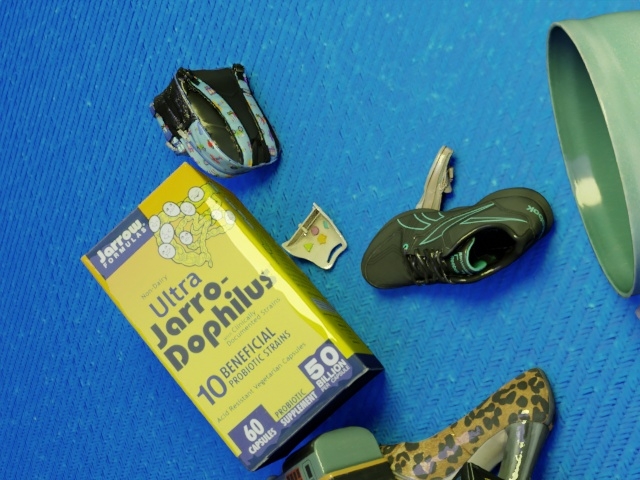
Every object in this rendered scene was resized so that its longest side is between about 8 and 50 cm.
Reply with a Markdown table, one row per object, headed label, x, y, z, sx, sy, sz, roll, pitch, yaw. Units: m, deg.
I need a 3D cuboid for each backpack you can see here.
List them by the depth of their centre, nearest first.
| label | x | y | z | sx | sy | sz | roll | pitch | yaw |
| --- | --- | --- | --- | --- | --- | --- | --- | --- | --- |
| backpack | -0.150 | -0.166 | 1.268 | 0.117 | 0.158 | 0.173 | -38 | 80 | 36 |

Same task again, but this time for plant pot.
| label | x | y | z | sx | sy | sz | roll | pitch | yaw |
| --- | --- | --- | --- | --- | --- | --- | --- | --- | --- |
| plant pot | 0.367 | -0.107 | 0.863 | 0.196 | 0.293 | 0.293 | -16 | 79 | 8 |

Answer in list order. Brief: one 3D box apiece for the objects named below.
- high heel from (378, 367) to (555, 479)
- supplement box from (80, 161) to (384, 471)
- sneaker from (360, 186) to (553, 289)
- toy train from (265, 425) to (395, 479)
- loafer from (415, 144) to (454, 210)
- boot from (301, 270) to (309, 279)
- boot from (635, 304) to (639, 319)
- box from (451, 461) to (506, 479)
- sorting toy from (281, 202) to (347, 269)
| label | x | y | z | sx | sy | sz | roll | pitch | yaw |
| --- | --- | --- | --- | --- | --- | --- | --- | --- | --- |
| high heel | 0.179 | 0.242 | 1.098 | 0.261 | 0.093 | 0.186 | 1 | 63 | 49 |
| supplement box | -0.110 | 0.101 | 1.137 | 0.194 | 0.195 | 0.356 | -43 | 76 | 2 |
| sneaker | 0.155 | 0.008 | 1.066 | 0.267 | 0.106 | 0.101 | -23 | 107 | 32 |
| toy train | -0.008 | 0.384 | 1.134 | 0.334 | 0.142 | 0.190 | -48 | 55 | 46 |
| loafer | 0.157 | -0.063 | 1.126 | 0.039 | 0.045 | 0.125 | 25 | 110 | 15 |
| boot | -0.148 | 0.087 | 1.313 | 0.248 | 0.090 | 0.206 | 31 | 93 | 32 |
| boot | 0.459 | 0.129 | 0.897 | 0.123 | 0.095 | 0.258 | -55 | 54 | 27 |
| box | 0.193 | 0.441 | 0.979 | 0.257 | 0.079 | 0.322 | 30 | 110 | -5 |
| sorting toy | 0.000 | 0.000 | 1.226 | 0.075 | 0.045 | 0.083 | 46 | 112 | 18 |
